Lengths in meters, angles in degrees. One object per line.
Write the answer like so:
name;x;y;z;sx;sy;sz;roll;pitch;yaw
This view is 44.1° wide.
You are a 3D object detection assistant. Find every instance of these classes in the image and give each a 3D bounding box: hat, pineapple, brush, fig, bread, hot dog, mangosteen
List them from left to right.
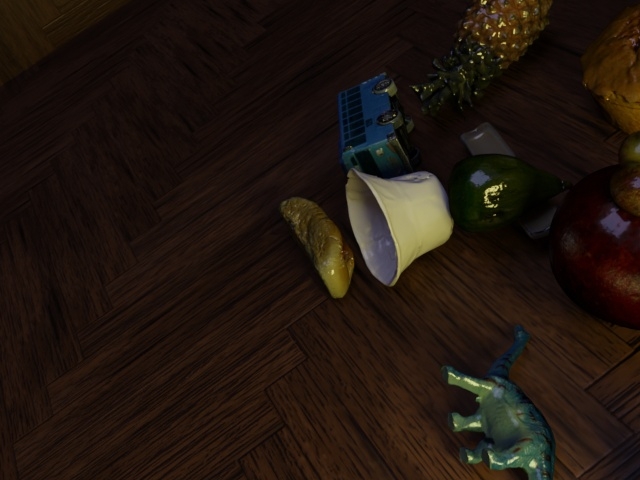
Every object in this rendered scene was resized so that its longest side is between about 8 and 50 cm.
hot dog;0.000;0.000;1.324;0.073;0.084;0.242;-33;37;-1
hat;0.129;-0.035;1.231;0.126;0.203;0.203;-16;36;-12
pineapple;0.290;-0.342;1.470;0.169;0.169;0.340;20;68;45
fig;0.271;-0.078;1.145;0.177;0.117;0.117;-11;42;19
brush;0.304;-0.095;1.260;0.060;0.050;0.321;-28;36;8
mangosteen;0.391;-0.021;0.952;0.215;0.257;0.215;2;33;-1
bread;0.535;-0.272;1.228;0.268;0.146;0.268;-22;37;17

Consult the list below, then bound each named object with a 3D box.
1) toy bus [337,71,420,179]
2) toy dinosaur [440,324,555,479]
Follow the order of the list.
toy bus;0.100;-0.192;1.446;0.133;0.116;0.234;-19;37;15
toy dinosaur;0.218;0.222;0.941;0.144;0.076;0.329;4;39;-8
